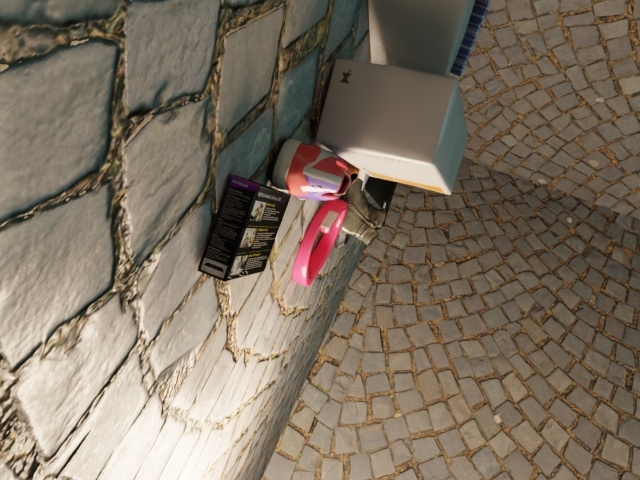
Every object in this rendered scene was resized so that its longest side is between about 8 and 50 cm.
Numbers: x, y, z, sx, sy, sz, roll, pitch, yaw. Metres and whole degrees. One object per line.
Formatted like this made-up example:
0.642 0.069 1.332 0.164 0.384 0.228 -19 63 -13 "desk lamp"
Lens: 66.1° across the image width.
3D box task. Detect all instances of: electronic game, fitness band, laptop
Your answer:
0.100 -0.079 1.733 0.229 0.048 0.229 22 90 -82 "electronic game"
0.000 0.000 1.346 0.291 0.054 0.209 -54 166 -54 "fitness band"
0.260 -0.288 1.917 0.234 0.136 0.264 101 14 -51 "laptop"

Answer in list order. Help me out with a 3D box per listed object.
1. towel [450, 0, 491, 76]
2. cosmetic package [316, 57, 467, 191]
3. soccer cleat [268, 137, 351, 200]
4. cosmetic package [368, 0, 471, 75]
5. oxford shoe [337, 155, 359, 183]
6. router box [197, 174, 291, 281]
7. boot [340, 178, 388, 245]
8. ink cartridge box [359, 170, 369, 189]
0.313 -0.610 1.206 0.040 0.243 0.336 -18 136 -44 "towel"
0.180 -0.222 1.067 0.453 0.229 0.162 5 100 -71 "cosmetic package"
0.005 -0.112 0.893 0.318 0.116 0.109 -13 124 -79 "soccer cleat"
0.213 -0.485 1.018 0.365 0.196 0.155 55 58 -81 "cosmetic package"
0.069 -0.185 1.238 0.076 0.076 0.212 97 15 -51 "oxford shoe"
-0.102 -0.017 0.708 0.179 0.046 0.133 -3 113 -80 "router box"
0.143 -0.113 1.556 0.083 0.161 0.247 75 37 -76 "boot"
0.142 -0.311 1.412 0.333 0.065 0.165 96 18 -55 "ink cartridge box"
